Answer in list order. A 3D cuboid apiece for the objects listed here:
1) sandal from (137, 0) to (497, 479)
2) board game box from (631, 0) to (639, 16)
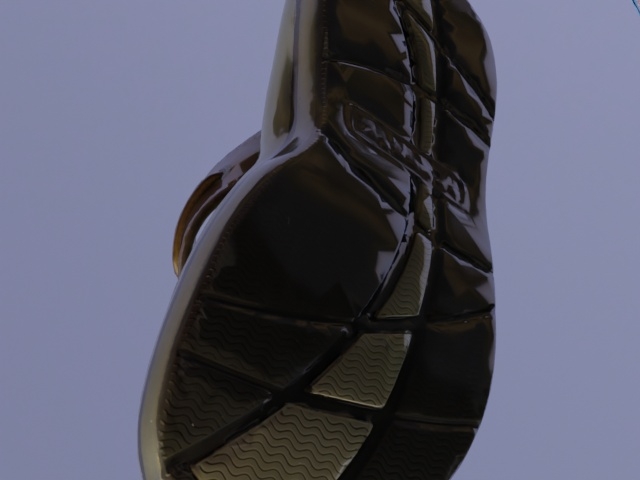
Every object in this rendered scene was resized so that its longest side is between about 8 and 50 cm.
[{"bbox_3d":[0.001,0.000,0.637,0.120,0.086,0.302,40,-141,-21],"label":"sandal"},{"bbox_3d":[0.169,-0.006,0.508,0.039,0.160,0.211,-34,-66,-2],"label":"board game box"}]
